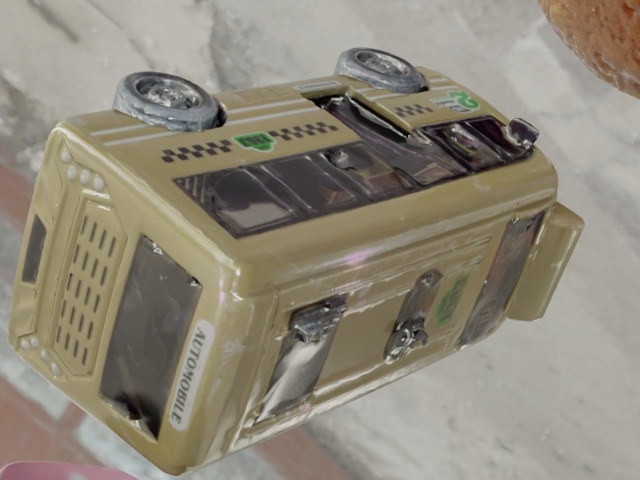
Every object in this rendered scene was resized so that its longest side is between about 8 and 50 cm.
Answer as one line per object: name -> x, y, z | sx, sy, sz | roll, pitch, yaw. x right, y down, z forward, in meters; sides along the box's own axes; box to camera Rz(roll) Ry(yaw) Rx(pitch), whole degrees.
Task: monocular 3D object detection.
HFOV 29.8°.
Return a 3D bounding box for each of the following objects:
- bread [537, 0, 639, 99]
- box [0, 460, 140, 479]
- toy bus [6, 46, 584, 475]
bread -> 0.219, -0.177, 0.740 | 0.199, 0.104, 0.199 | 32, 138, 34
box -> -0.180, 0.294, 0.556 | 0.112, 0.370, 0.190 | 18, -151, -45
toy bus -> 0.000, 0.000, 0.609 | 0.157, 0.289, 0.139 | 37, 121, 29
